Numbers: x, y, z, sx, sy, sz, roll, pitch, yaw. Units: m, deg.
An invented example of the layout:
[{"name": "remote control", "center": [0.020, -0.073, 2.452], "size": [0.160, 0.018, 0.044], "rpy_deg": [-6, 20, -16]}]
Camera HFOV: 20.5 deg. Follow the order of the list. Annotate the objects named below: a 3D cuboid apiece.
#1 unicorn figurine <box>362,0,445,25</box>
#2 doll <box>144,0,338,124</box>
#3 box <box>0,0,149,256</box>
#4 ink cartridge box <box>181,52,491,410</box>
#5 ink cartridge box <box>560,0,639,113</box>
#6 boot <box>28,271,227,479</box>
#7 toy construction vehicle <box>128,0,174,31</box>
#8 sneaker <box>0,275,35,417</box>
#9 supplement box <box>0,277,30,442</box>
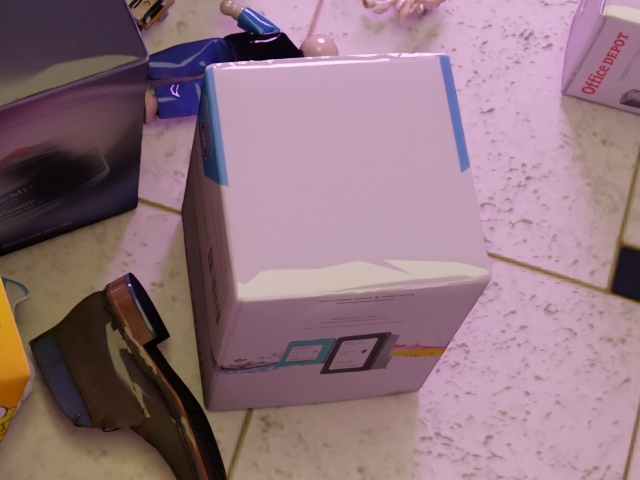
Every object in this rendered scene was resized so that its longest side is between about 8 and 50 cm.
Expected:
[{"name": "unicorn figurine", "center": [0.073, -0.286, 1.685], "size": [0.111, 0.060, 0.162], "rpy_deg": [-23, 89, -16]}, {"name": "doll", "center": [-0.075, -0.161, 1.614], "size": [0.189, 0.046, 0.129], "rpy_deg": [-10, 71, -11]}, {"name": "box", "center": [-0.307, -0.104, 1.424], "size": [0.296, 0.294, 0.183], "rpy_deg": [-21, 72, -15]}, {"name": "ink cartridge box", "center": [0.000, 0.000, 1.436], "size": [0.197, 0.270, 0.198], "rpy_deg": [-4, 68, -11]}, {"name": "ink cartridge box", "center": [0.345, -0.177, 1.616], "size": [0.218, 0.158, 0.092], "rpy_deg": [17, 67, 0]}, {"name": "boot", "center": [-0.158, 0.147, 1.475], "size": [0.106, 0.082, 0.219], "rpy_deg": [-26, 76, 5]}, {"name": "toy construction vehicle", "center": [-0.178, -0.231, 1.639], "size": [0.086, 0.035, 0.098], "rpy_deg": [29, 64, 17]}, {"name": "sneaker", "center": [-0.282, 0.134, 1.443], "size": [0.092, 0.087, 0.229], "rpy_deg": [5, 74, -25]}, {"name": "supplement box", "center": [-0.358, 0.120, 1.258], "size": [0.194, 0.356, 0.195], "rpy_deg": [-7, 58, -29]}]
